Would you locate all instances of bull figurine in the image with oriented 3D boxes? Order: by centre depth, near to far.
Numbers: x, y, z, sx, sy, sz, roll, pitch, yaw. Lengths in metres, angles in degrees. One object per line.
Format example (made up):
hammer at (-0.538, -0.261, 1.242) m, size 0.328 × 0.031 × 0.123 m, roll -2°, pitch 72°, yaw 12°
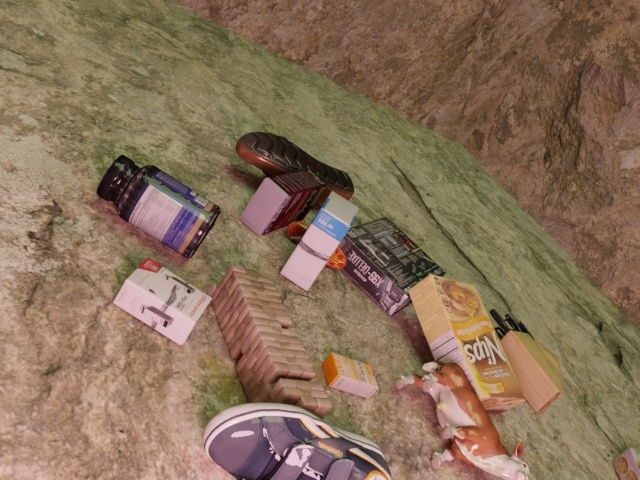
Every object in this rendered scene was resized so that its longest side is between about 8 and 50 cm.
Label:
bull figurine at (0.283, 0.367, 1.303) m, size 0.188 × 0.101 × 0.310 m, roll 15°, pitch 31°, yaw -36°

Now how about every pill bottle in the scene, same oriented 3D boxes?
pill bottle at (-0.317, -0.070, 1.282) m, size 0.219 × 0.123 × 0.123 m, roll 33°, pitch 24°, yaw -7°

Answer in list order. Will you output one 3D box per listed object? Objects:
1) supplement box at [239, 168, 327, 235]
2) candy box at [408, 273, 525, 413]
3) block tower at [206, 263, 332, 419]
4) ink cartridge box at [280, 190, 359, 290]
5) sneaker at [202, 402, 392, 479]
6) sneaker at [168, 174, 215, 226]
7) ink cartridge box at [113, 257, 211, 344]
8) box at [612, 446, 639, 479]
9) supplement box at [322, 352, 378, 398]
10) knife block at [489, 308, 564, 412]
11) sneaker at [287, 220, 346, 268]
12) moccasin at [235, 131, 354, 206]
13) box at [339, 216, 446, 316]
supplement box at (-0.088, -0.099, 1.637) m, size 0.073 × 0.130 × 0.239 m, roll 41°, pitch 25°, yaw 11°
candy box at (0.341, 0.244, 1.544) m, size 0.183 × 0.087 × 0.316 m, roll 14°, pitch 46°, yaw -40°
block tower at (-0.098, 0.181, 1.145) m, size 0.091 × 0.097 × 0.335 m, roll 16°, pitch 29°, yaw -39°
ink cartridge box at (0.000, 0.000, 1.494) m, size 0.082 × 0.191 × 0.139 m, roll 34°, pitch 23°, yaw -2°
sneaker at (-0.014, 0.330, 0.939) m, size 0.321 × 0.126 × 0.127 m, roll 23°, pitch 21°, yaw -30°
sneaker at (-0.305, -0.079, 1.384) m, size 0.192 × 0.064 × 0.086 m, roll 32°, pitch 19°, yaw -17°
ink cartridge box at (-0.265, 0.102, 1.113) m, size 0.135 × 0.056 × 0.099 m, roll 33°, pitch 23°, yaw -5°
box at (0.767, 0.620, 1.531) m, size 0.063 × 0.067 × 0.324 m, roll 33°, pitch 24°, yaw -4°
supplement box at (0.058, 0.263, 1.274) m, size 0.098 × 0.036 × 0.062 m, roll 23°, pitch 27°, yaw -28°
knife block at (0.524, 0.304, 1.766) m, size 0.242 × 0.088 × 0.276 m, roll 36°, pitch 24°, yaw 2°
sneaker at (-0.003, 0.005, 1.645) m, size 0.175 × 0.064 × 0.067 m, roll 40°, pitch 17°, yaw 3°
moccasin at (-0.081, -0.185, 1.822) m, size 0.380 × 0.147 × 0.139 m, roll 19°, pitch 43°, yaw -42°
box at (0.183, 0.058, 1.756) m, size 0.242 × 0.076 × 0.307 m, roll 44°, pitch 26°, yaw 14°
